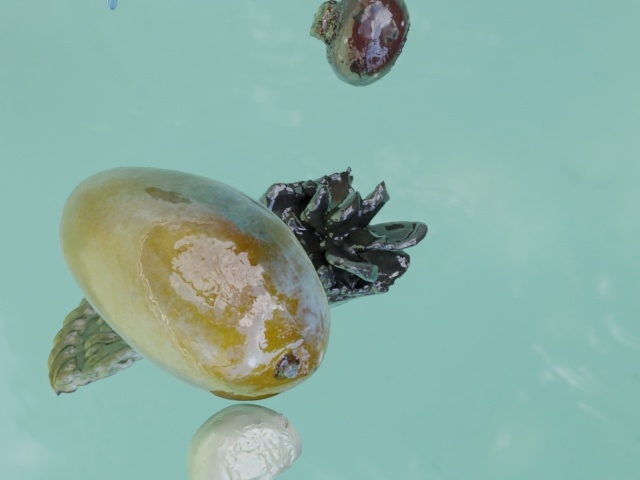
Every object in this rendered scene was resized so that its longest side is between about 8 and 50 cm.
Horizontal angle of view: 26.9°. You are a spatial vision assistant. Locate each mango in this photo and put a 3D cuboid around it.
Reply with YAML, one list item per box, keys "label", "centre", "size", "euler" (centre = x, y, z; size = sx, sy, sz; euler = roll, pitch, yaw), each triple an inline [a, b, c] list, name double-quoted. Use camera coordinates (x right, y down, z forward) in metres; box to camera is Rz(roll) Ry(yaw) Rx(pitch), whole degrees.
- label: "mango"
  centre: [-0.144, 0.029, 1.439]
  size: [0.221, 0.384, 0.199]
  euler: [-16, 128, -40]

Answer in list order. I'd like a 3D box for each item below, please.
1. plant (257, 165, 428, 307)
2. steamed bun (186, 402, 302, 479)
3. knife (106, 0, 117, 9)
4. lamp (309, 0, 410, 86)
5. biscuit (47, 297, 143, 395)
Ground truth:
- label: "plant"
  centre: [0.000, 0.000, 1.840]
  size: [0.199, 0.276, 0.188]
  euler: [-9, 80, -41]
- label: "steamed bun"
  centre: [-0.091, 0.227, 1.471]
  size: [0.130, 0.112, 0.091]
  euler: [-31, 93, -17]
- label: "knife"
  centre: [-0.227, -0.294, 1.428]
  size: [0.027, 0.010, 0.096]
  euler: [-41, 131, -68]
- label: "lamp"
  centre: [0.055, -0.305, 1.960]
  size: [0.135, 0.157, 0.156]
  euler: [21, 61, -11]
- label: "biscuit"
  centre: [-0.256, 0.102, 1.850]
  size: [0.273, 0.187, 0.036]
  euler: [-24, 129, 2]
